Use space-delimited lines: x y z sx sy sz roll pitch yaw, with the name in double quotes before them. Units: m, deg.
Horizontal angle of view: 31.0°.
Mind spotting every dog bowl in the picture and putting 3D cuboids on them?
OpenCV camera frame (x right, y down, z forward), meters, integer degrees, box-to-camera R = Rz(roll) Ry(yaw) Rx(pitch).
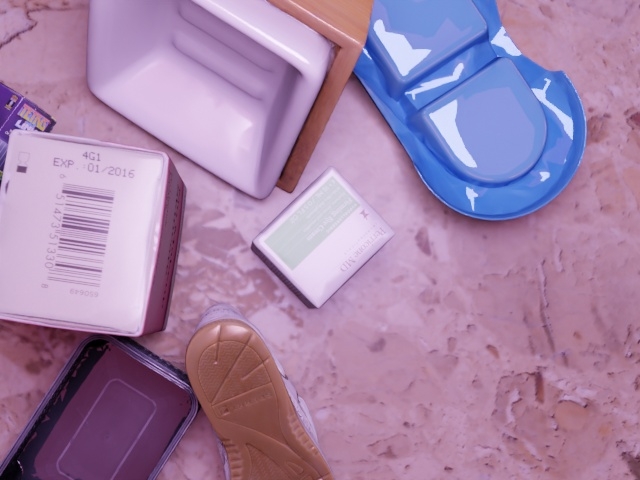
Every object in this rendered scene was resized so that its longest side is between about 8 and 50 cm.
"dog bowl" 0.122 -0.155 1.088 0.166 0.074 0.297 -33 89 -4

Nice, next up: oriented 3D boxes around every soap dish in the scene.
"soap dish" -0.082 -0.172 0.987 0.229 0.291 0.118 32 66 0

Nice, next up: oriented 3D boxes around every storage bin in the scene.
"storage bin" -0.200 0.183 1.050 0.122 0.084 0.180 33 87 -1

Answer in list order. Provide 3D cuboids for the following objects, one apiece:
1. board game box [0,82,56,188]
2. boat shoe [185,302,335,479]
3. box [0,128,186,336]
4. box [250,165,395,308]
"board game box" -0.331 -0.086 1.029 0.170 0.048 0.141 29 85 40
"boat shoe" -0.045 0.181 1.053 0.098 0.096 0.277 -15 109 2
"box" -0.191 0.001 0.985 0.127 0.232 0.148 8 87 -2
"box" 0.000 0.000 1.060 0.101 0.102 0.087 -44 91 -5
